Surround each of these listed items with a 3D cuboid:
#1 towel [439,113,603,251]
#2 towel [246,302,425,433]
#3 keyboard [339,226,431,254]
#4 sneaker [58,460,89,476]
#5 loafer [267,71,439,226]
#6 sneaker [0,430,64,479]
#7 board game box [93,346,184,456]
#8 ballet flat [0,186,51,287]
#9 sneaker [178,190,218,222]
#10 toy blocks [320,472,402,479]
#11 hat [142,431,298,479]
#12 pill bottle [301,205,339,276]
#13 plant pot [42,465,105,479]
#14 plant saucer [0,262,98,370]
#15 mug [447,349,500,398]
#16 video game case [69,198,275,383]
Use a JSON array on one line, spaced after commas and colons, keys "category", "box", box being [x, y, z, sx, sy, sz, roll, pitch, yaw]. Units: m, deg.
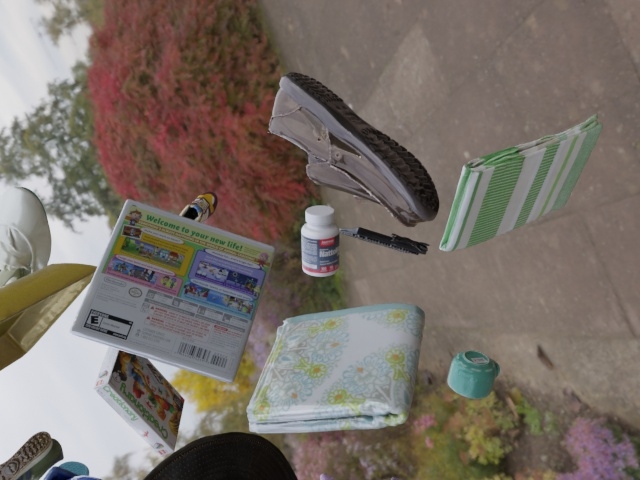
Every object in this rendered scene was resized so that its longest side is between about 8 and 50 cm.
[{"category": "towel", "box": [0.386, -0.104, 1.249, 0.038, 0.325, 0.248, 53, 155, 33]}, {"category": "towel", "box": [0.038, 0.285, 1.437, 0.320, 0.374, 0.090, -70, -38, -50]}, {"category": "keyboard", "box": [0.230, 0.006, 2.121, 0.201, 0.317, 0.033, -2, 76, 54]}, {"category": "sneaker", "box": [-0.734, 0.795, 1.784, 0.319, 0.127, 0.208, -78, 2, -68]}, {"category": "loafer", "box": [0.051, -0.140, 1.116, 0.366, 0.130, 0.134, 45, -152, 20]}, {"category": "sneaker", "box": [-0.581, 0.455, 1.237, 0.064, 0.192, 0.086, 41, 161, 35]}, {"category": "board game box", "box": [-0.492, 0.428, 1.783, 0.305, 0.053, 0.193, 59, -164, -31]}, {"category": "ballet flat", "box": [-0.724, 0.058, 1.524, 0.139, 0.139, 0.400, 59, 141, 36]}, {"category": "sneaker", "box": [-0.354, -0.088, 1.879, 0.069, 0.185, 0.084, 38, 145, -5]}, {"category": "toy blocks", "box": [0.068, 0.643, 1.517, 0.260, 0.289, 0.309, -121, 13, -44]}, {"category": "hat", "box": [-0.114, 0.439, 0.879, 0.134, 0.331, 0.331, -11, 104, 57]}, {"category": "pill bottle", "box": [0.000, 0.000, 1.805, 0.108, 0.108, 0.180, -131, 36, -60]}, {"category": "plant pot", "box": [-0.362, 0.502, 1.001, 0.212, 0.236, 0.236, -1, 143, 43]}, {"category": "plant saucer", "box": [-0.645, 0.178, 1.295, 0.081, 0.333, 0.333, 46, -159, -2]}, {"category": "mug", "box": [0.444, 0.372, 1.860, 0.129, 0.158, 0.097, 18, 114, 22]}, {"category": "video game case", "box": [-0.186, 0.064, 0.844, 0.023, 0.212, 0.193, 121, 166, -66]}]
